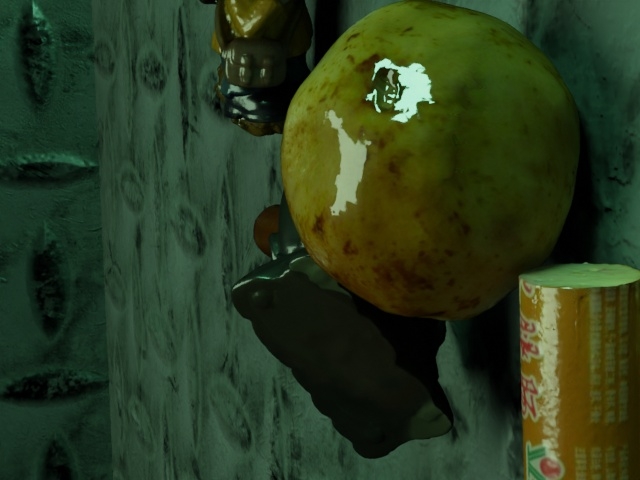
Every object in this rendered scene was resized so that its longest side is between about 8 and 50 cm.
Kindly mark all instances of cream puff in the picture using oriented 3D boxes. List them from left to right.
[{"bbox_3d":[-0.081,-0.187,1.769,0.116,0.094,0.122,116,149,-53],"label":"cream puff"}]

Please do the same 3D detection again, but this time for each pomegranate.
[{"bbox_3d":[0.087,-0.061,1.084,0.248,0.248,0.248,176,90,-72],"label":"pomegranate"}]

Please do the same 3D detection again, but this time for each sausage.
[{"bbox_3d":[0.191,0.177,1.023,0.093,0.092,0.312,-161,68,-70],"label":"sausage"}]

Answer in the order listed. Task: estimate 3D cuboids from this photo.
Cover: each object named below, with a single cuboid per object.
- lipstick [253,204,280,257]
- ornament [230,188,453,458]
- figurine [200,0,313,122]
[{"bbox_3d":[0.000,0.000,1.596,0.418,0.077,0.077,-167,74,-73],"label":"lipstick"},{"bbox_3d":[0.050,0.025,1.275,0.251,0.106,0.260,54,-144,-22],"label":"ornament"},{"bbox_3d":[-0.078,-0.307,1.596,0.204,0.185,0.332,27,122,28],"label":"figurine"}]
